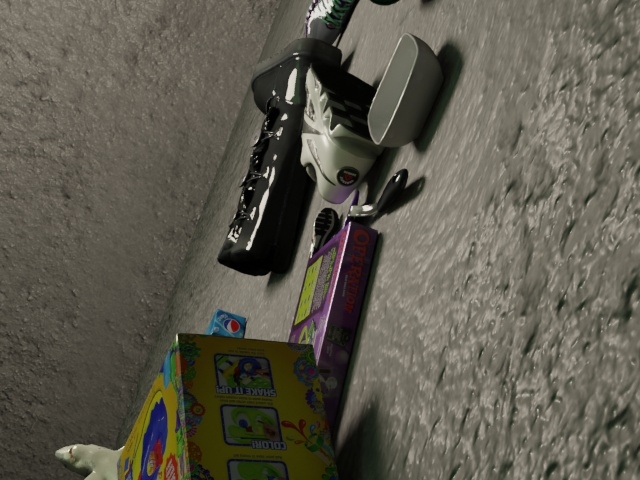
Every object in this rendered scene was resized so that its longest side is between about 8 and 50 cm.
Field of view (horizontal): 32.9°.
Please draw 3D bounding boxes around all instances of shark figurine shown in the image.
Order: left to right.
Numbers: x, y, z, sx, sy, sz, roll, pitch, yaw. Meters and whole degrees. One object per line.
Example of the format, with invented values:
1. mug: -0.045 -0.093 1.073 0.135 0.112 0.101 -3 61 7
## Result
1. shark figurine: -0.317 0.428 1.720 0.278 0.166 0.116 -119 20 -51

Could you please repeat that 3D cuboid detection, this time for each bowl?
1. bowl: 0.116 -0.194 1.429 0.142 0.053 0.142 -98 29 -67

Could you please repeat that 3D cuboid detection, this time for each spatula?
1. spatula: 0.069 -0.047 1.471 0.296 0.030 0.084 142 150 -69

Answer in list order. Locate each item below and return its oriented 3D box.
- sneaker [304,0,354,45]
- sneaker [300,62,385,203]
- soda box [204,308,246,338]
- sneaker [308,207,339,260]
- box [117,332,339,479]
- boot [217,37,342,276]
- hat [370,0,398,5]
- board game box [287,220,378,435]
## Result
1. sneaker: 0.032 -0.484 2.205 0.098 0.083 0.224 -117 47 -67
2. sneaker: 0.016 -0.170 1.678 0.331 0.122 0.146 -92 26 -61
3. soda box: -0.222 0.239 2.276 0.071 0.067 0.210 -83 17 -45
4. sneaker: 0.000 0.000 1.694 0.044 0.040 0.109 134 153 -68
5. box: -0.113 0.308 1.261 0.290 0.177 0.279 119 150 -41
6. boot: -0.098 -0.142 2.167 0.367 0.146 0.445 146 137 -74
7. hat: 0.174 -0.393 1.547 0.208 0.183 0.173 14 -75 -60
8. board game box: -0.009 0.164 1.474 0.208 0.056 0.347 128 158 -69
